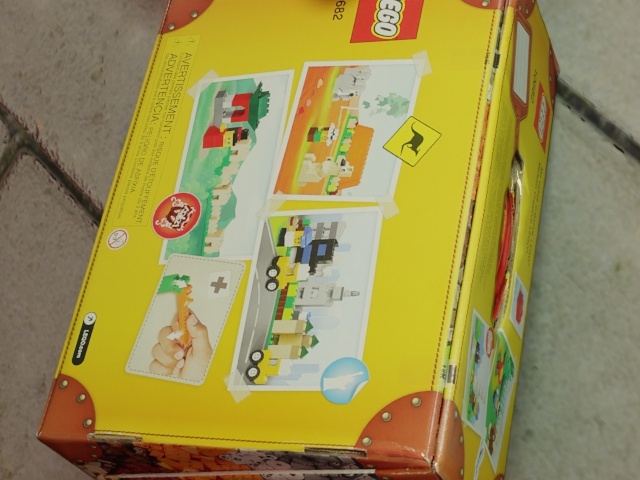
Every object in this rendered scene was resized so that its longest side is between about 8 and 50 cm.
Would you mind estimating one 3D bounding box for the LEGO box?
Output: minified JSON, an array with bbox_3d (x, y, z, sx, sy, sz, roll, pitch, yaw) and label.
[{"bbox_3d":[0.000,0.000,1.253,0.372,0.193,0.500,0,61,24],"label":"LEGO box"}]
